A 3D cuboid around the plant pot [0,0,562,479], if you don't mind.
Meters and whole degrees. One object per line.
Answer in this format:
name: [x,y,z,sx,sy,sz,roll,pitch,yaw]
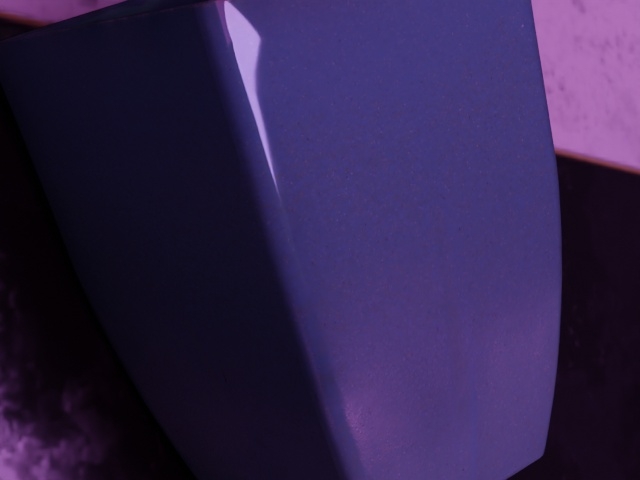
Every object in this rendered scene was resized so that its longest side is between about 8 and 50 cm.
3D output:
plant pot: [0.000,0.000,0.716,0.166,0.165,0.234,-25,105,-36]
